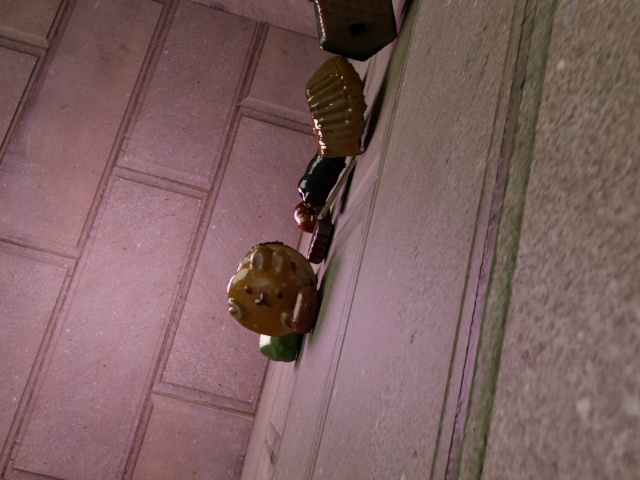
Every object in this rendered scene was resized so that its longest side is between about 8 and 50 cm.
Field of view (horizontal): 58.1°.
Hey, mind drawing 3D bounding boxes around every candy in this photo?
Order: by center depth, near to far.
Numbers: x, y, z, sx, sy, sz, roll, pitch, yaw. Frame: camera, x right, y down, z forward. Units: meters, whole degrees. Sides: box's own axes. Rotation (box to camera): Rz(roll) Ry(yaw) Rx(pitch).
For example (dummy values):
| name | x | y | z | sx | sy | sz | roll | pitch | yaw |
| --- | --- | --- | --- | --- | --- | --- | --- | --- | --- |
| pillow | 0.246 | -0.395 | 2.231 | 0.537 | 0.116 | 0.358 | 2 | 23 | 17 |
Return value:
| name | x | y | z | sx | sy | sz | roll | pitch | yaw |
| --- | --- | --- | --- | --- | --- | --- | --- | --- | --- |
| candy | -0.109 | 0.240 | 1.936 | 0.132 | 0.142 | 0.344 | -43 | 31 | 51 |

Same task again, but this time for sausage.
| name | x | y | z | sx | sy | sz | roll | pitch | yaw |
| --- | --- | --- | --- | --- | --- | --- | --- | --- | --- |
| sausage | -0.042 | 0.195 | 1.608 | 0.076 | 0.076 | 0.141 | 168 | 118 | -85 |

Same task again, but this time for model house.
| name | x | y | z | sx | sy | sz | roll | pitch | yaw |
| --- | --- | --- | --- | --- | --- | --- | --- | --- | --- |
| model house | 0.106 | -0.701 | 1.514 | 0.343 | 0.334 | 0.382 | 70 | -165 | -64 |

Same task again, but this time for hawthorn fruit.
| name | x | y | z | sx | sy | sz | roll | pitch | yaw |
| --- | --- | --- | --- | --- | --- | --- | --- | --- | --- |
| hawthorn fruit | -0.031 | -0.084 | 2.047 | 0.138 | 0.132 | 0.133 | 85 | -161 | -75 |

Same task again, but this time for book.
| name | x | y | z | sx | sy | sz | roll | pitch | yaw |
| --- | --- | --- | --- | --- | --- | --- | --- | --- | --- |
| book | 0.047 | -0.149 | 1.738 | 0.192 | 0.013 | 0.168 | -59 | 4 | -2 |

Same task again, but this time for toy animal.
| name | x | y | z | sx | sy | sz | roll | pitch | yaw |
| --- | --- | --- | --- | --- | --- | --- | --- | --- | --- |
| toy animal | 0.036 | -0.263 | 1.801 | 0.343 | 0.106 | 0.168 | -62 | -6 | 19 |

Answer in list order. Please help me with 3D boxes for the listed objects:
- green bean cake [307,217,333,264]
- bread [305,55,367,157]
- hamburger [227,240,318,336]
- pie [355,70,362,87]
| name | x | y | z | sx | sy | sz | roll | pitch | yaw |
| --- | --- | --- | --- | --- | --- | --- | --- | --- | --- |
| green bean cake | 0.000 | 0.000 | 1.839 | 0.136 | 0.056 | 0.135 | -89 | 14 | -75 |
| bread | 0.042 | -0.349 | 1.537 | 0.274 | 0.149 | 0.274 | 165 | 90 | -87 |
| hamburger | -0.141 | 0.140 | 1.711 | 0.186 | 0.261 | 0.303 | -64 | -6 | -68 |
| pie | 0.104 | -0.549 | 2.225 | 0.201 | 0.090 | 0.248 | -65 | 3 | -9 |
